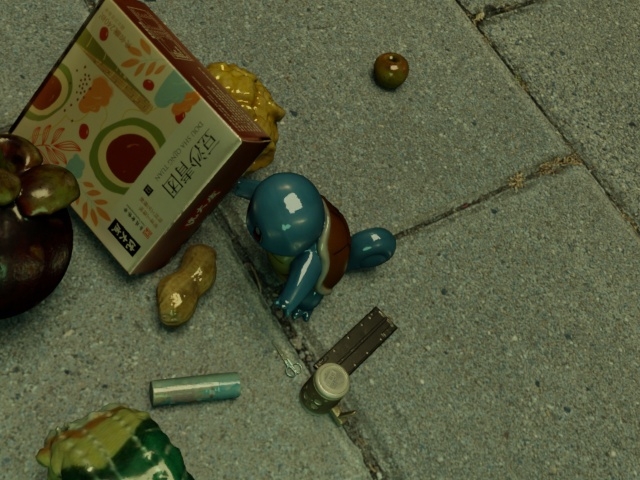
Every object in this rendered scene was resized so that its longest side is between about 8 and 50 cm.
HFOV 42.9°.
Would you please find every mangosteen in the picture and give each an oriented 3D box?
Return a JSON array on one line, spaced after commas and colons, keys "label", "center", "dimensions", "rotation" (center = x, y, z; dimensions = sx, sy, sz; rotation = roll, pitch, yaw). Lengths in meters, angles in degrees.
[{"label": "mangosteen", "center": [-0.553, -0.035, 1.335], "dimensions": [0.306, 0.347, 0.307], "rotation": [22, 27, -12]}]

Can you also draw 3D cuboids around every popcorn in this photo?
[{"label": "popcorn", "center": [-0.184, -0.235, 1.660], "dimensions": [0.250, 0.250, 0.190], "rotation": [41, 67, 6]}]

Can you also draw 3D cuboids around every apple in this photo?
[{"label": "apple", "center": [0.174, -0.422, 2.015], "dimensions": [0.089, 0.074, 0.090], "rotation": [9, 56, -13]}]

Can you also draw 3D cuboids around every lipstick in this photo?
[{"label": "lipstick", "center": [-0.224, 0.265, 1.458], "dimensions": [0.157, 0.048, 0.048], "rotation": [-2, 61, -22]}]

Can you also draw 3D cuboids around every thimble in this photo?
[{"label": "thimble", "center": [-0.297, 0.390, 1.226], "dimensions": [0.167, 0.254, 0.288], "rotation": [-23, 70, -32]}]

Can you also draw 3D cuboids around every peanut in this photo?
[{"label": "peanut", "center": [-0.253, 0.081, 1.543], "dimensions": [0.089, 0.089, 0.193], "rotation": [31, 50, 0]}]

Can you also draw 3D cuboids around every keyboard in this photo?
[{"label": "keyboard", "center": [0.073, 0.211, 1.626], "dimensions": [0.067, 0.011, 0.202], "rotation": [44, 55, 11]}]

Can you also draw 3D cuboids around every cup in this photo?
[{"label": "cup", "center": [0.012, 0.287, 1.502], "dimensions": [0.074, 0.099, 0.102], "rotation": [-5, 62, -23]}]

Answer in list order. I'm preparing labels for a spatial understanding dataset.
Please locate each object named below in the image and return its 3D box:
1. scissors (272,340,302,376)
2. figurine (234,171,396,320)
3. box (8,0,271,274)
[{"label": "scissors", "center": [-0.068, 0.225, 1.567], "dimensions": [0.036, 0.006, 0.083], "rotation": [-27, 72, -34]}, {"label": "figurine", "center": [-0.029, 0.016, 1.564], "dimensions": [0.416, 0.243, 0.298], "rotation": [26, 47, -56]}, {"label": "box", "center": [-0.344, -0.195, 1.516], "dimensions": [0.385, 0.344, 0.122], "rotation": [47, 21, 11]}]
